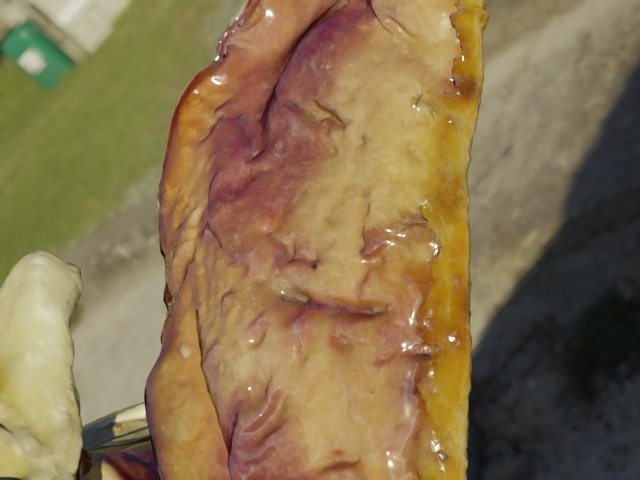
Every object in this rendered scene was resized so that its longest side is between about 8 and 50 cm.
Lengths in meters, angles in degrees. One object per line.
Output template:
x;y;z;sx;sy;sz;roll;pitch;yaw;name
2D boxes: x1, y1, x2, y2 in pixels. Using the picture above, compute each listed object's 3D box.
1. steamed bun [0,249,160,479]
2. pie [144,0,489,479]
-0.152;0.146;0.737;0.428;0.247;0.189;-43;-33;-47;steamed bun
0.000;0.000;0.377;0.092;0.034;0.170;-5;77;32;pie
